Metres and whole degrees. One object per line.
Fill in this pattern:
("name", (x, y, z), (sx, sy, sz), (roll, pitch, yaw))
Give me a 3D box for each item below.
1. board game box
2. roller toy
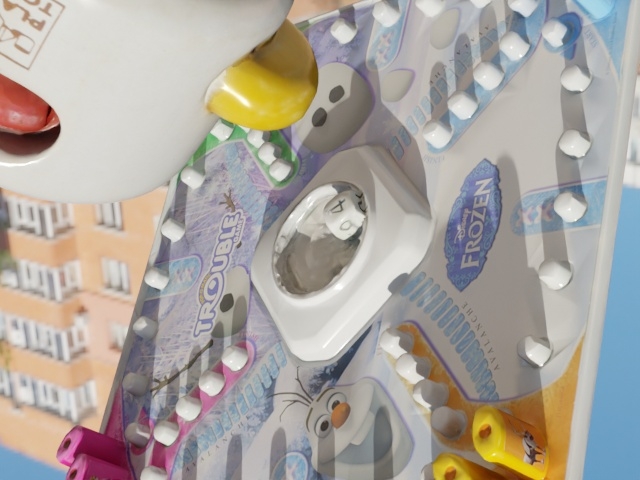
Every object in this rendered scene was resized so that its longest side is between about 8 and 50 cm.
("board game box", (0.000, 0.000, 0.785), (0.390, 0.390, 0.050), (-10, 149, 44))
("roller toy", (-0.114, -0.126, 0.598), (0.191, 0.146, 0.209), (0, -130, -43))
